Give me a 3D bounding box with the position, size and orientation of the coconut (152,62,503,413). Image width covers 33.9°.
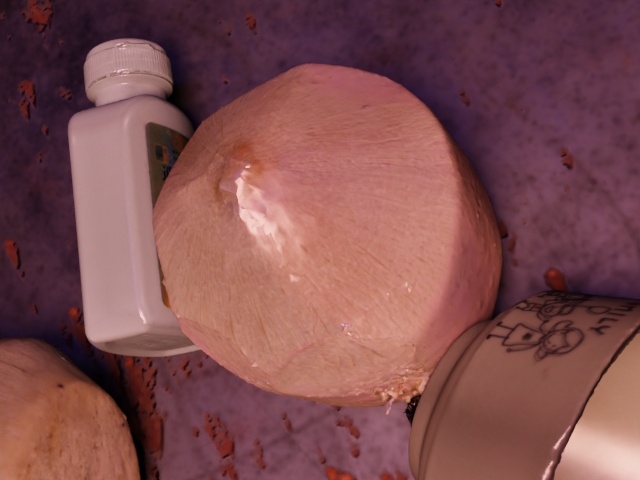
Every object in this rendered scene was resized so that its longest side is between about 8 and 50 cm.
[{"bbox_3d":[0.000,0.000,0.665,0.224,0.234,0.224,-3,82,21],"label":"coconut"}]

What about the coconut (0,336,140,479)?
[{"bbox_3d":[-0.268,0.188,0.719,0.247,0.245,0.244,-9,76,18],"label":"coconut"}]

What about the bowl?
[{"bbox_3d":[0.129,0.118,0.624,0.112,0.211,0.211,23,87,34],"label":"bowl"}]

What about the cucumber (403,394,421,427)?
[{"bbox_3d":[0.100,0.177,0.701,0.039,0.043,0.163,-13,74,-28],"label":"cucumber"}]

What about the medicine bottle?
[{"bbox_3d":[-0.133,-0.033,0.775,0.083,0.121,0.228,-14,74,16],"label":"medicine bottle"}]
